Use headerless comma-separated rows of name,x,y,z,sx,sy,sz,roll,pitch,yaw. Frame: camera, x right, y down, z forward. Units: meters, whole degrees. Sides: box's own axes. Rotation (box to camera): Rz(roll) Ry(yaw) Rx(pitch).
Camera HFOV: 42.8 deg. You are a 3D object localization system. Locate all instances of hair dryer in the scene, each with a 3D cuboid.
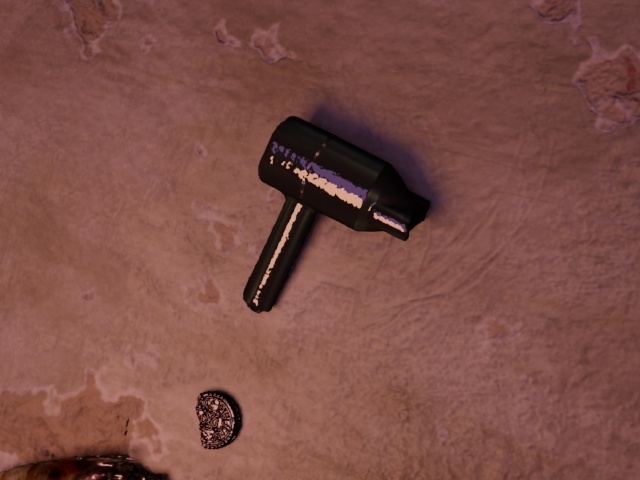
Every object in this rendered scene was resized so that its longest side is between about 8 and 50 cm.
hair dryer,0.000,0.000,1.223,0.244,0.116,0.302,30,107,14

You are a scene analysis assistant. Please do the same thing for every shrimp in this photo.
shrimp,-0.407,0.465,1.328,0.365,0.071,0.233,-12,94,13

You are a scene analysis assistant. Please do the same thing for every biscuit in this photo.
biscuit,-0.167,0.283,1.284,0.087,0.027,0.089,32,96,13
